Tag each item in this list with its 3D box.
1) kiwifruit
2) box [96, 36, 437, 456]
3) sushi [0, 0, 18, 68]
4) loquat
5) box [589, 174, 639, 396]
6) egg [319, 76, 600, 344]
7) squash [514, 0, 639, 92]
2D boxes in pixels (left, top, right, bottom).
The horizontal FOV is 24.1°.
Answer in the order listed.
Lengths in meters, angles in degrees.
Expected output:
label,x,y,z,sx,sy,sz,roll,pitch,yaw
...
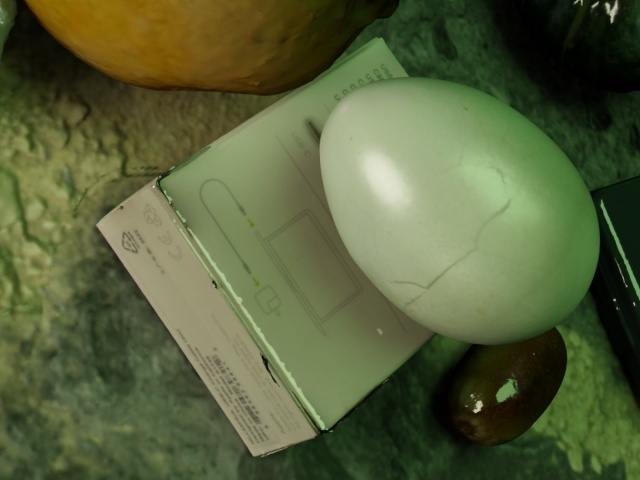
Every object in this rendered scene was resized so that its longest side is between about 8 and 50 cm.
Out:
label,x,y,z,sx,sy,sz,roll,pitch,yaw
kiwifruit,0.145,0.105,1.157,0.075,0.075,0.124,52,49,-6
box,0.000,0.000,1.079,0.252,0.106,0.203,-37,94,-36
sushi,-0.304,-0.156,0.926,0.225,0.126,0.136,32,58,-21
loquat,-0.075,-0.256,0.997,0.329,0.328,0.328,12,66,-29
box,0.314,0.052,1.300,0.160,0.050,0.230,-17,82,-36
egg,0.089,-0.022,0.990,0.209,0.151,0.151,39,56,-10
squash,0.269,-0.234,1.294,0.172,0.218,0.218,27,53,-63
